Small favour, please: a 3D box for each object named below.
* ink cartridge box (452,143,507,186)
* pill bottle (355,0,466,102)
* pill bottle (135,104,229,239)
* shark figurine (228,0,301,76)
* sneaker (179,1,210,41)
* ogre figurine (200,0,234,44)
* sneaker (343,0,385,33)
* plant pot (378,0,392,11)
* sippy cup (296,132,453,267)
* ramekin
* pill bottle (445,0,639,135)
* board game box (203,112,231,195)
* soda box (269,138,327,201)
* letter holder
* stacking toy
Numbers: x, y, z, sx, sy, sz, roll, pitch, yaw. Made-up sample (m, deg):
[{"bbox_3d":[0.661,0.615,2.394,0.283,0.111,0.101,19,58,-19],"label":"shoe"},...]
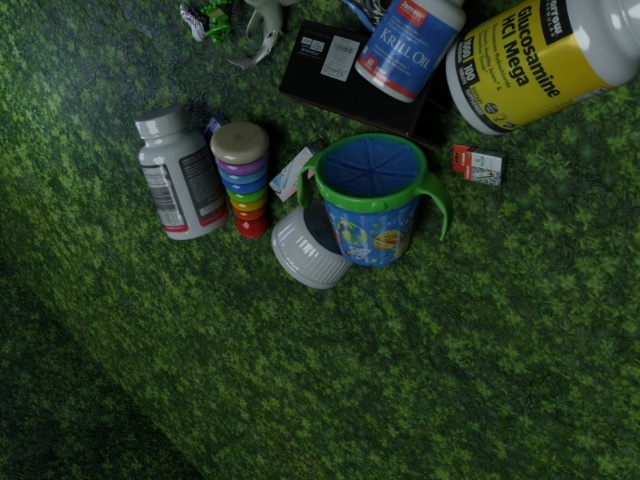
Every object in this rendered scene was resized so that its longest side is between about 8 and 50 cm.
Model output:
[{"bbox_3d":[0.310,-0.150,1.378,0.115,0.029,0.063,18,127,32],"label":"ink cartridge box"},{"bbox_3d":[0.163,-0.353,1.154,0.124,0.124,0.222,39,113,16],"label":"pill bottle"},{"bbox_3d":[-0.363,-0.177,1.793,0.176,0.176,0.319,5,120,40],"label":"pill bottle"},{"bbox_3d":[-0.129,-0.488,1.519,0.278,0.166,0.116,103,146,-60],"label":"shark figurine"},{"bbox_3d":[-0.289,-0.530,1.655,0.069,0.038,0.098,-11,118,43],"label":"sneaker"},{"bbox_3d":[-0.224,-0.528,1.531,0.096,0.197,0.118,-5,75,8],"label":"ogre figurine"},{"bbox_3d":[0.088,-0.477,1.345,0.188,0.067,0.078,49,116,7],"label":"sneaker"},{"bbox_3d":[0.162,-0.479,1.236,0.134,0.134,0.095,-18,77,46],"label":"plant pot"},{"bbox_3d":[0.112,-0.073,1.479,0.305,0.239,0.224,49,156,43],"label":"sippy cup"},{"bbox_3d":[0.000,0.000,1.631,0.207,0.207,0.109,48,128,5],"label":"ramekin"},{"bbox_3d":[0.380,-0.306,1.096,0.333,0.188,0.188,-20,102,46],"label":"pill bottle"},{"bbox_3d":[-0.264,-0.221,1.836,0.136,0.035,0.201,48,137,5],"label":"board game box"},{"bbox_3d":[-0.046,-0.166,1.662,0.063,0.058,0.183,52,137,1],"label":"soda box"},{"bbox_3d":[0.111,-0.304,1.386,0.301,0.214,0.152,24,99,27],"label":"letter holder"},{"bbox_3d":[-0.186,-0.129,1.741,0.141,0.141,0.331,27,143,26],"label":"stacking toy"}]
